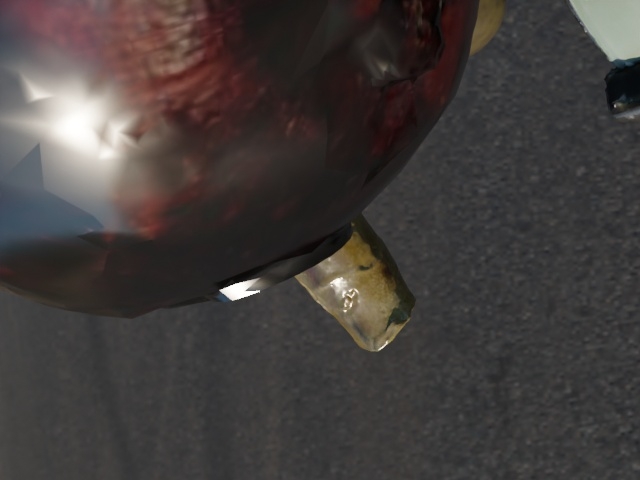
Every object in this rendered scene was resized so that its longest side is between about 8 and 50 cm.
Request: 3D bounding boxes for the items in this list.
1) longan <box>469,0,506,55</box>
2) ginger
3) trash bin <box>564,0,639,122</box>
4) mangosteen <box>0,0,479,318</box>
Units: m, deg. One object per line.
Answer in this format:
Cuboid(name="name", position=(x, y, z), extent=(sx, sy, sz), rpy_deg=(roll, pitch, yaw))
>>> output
Cuboid(name="longan", position=(0.195, -0.379, 1.895), extent=(0.220, 0.196, 0.197), rpy_deg=(-37, -51, -68))
Cuboid(name="ginger", position=(0.000, 0.000, 1.325), extent=(0.116, 0.109, 0.263), rpy_deg=(-40, 90, 24))
Cuboid(name="trash bin", position=(0.271, -0.203, 0.596), extent=(0.262, 0.217, 0.277), rpy_deg=(-19, 56, 52))
Cuboid(name="mangosteen", position=(-0.110, -0.139, 0.653), extent=(0.421, 0.381, 0.381), rpy_deg=(-25, 73, 55))
